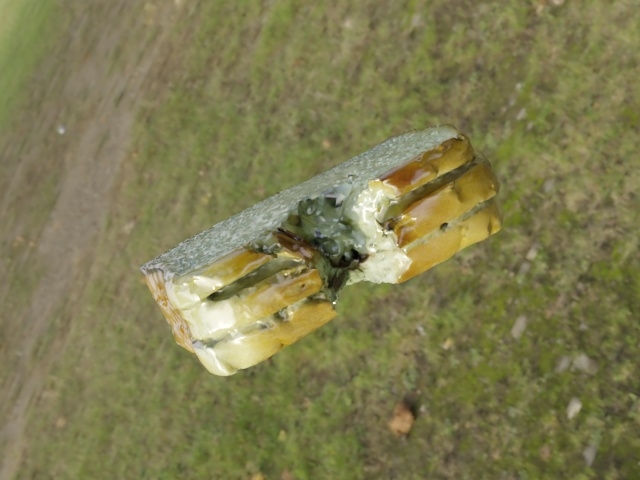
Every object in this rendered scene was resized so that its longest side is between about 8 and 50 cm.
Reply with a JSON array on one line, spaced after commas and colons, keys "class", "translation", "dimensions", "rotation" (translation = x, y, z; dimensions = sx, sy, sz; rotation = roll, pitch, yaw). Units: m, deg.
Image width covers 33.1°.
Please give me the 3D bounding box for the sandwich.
[{"class": "sandwich", "translation": [0.001, 0.001, 0.864], "dimensions": [0.273, 0.095, 0.249], "rotation": [-27, 6, -11]}]
